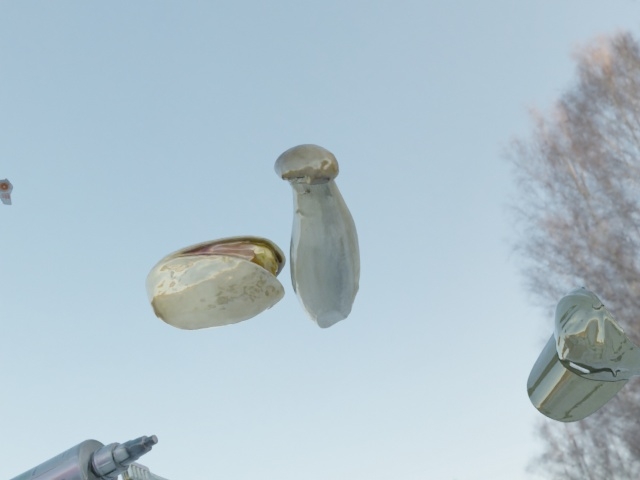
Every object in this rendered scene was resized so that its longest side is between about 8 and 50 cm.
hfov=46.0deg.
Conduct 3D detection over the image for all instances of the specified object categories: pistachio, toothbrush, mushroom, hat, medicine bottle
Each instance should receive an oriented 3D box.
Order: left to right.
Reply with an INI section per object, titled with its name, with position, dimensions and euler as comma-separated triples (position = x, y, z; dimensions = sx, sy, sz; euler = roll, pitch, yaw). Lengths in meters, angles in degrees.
[medicine bottle]
position = -0.233, 0.224, 0.702
dimensions = 0.199, 0.058, 0.057
euler = -29, -32, 14
[toothbrush]
position = -0.154, 0.368, 1.058
dimensions = 0.025, 0.030, 0.342
euler = -42, -46, 7
[pistachio]
position = -0.218, 0.082, 1.543
dimensions = 0.299, 0.188, 0.187
euler = -16, -29, 17
[mushroom]
position = 0.000, 0.000, 1.278
dimensions = 0.128, 0.128, 0.350
euler = -12, -58, -2
[hat]
position = 0.359, 0.169, 1.096
dimensions = 0.173, 0.166, 0.144
euler = -42, -48, 6

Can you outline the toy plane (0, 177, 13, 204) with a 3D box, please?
[toy plane]
position = -0.624, -0.093, 1.271
dimensions = 0.197, 0.053, 0.078
euler = -2, -61, -16
